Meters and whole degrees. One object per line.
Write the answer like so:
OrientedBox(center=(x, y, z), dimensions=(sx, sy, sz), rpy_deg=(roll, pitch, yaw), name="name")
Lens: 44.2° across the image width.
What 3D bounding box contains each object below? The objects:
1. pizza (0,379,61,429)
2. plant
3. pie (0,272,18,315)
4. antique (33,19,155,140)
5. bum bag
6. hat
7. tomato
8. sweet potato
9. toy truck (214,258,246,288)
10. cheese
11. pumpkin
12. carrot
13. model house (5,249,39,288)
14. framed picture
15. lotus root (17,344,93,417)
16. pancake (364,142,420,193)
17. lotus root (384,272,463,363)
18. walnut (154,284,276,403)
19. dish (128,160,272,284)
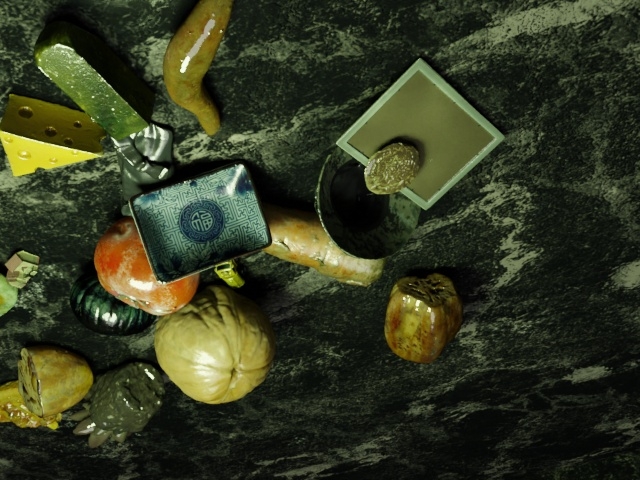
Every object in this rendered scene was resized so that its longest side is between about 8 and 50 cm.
OrientedBox(center=(-0.909, 0.480, 2.360), dimensions=(0.268, 0.087, 0.258), rpy_deg=(9, 140, -9), name="pizza")
OrientedBox(center=(-0.579, 0.473, 2.272), dimensions=(0.194, 0.182, 0.320), rpy_deg=(21, 141, -35), name="plant")
OrientedBox(center=(-0.855, 0.101, 1.842), dimensions=(0.302, 0.067, 0.303), rpy_deg=(0, 145, 0), name="pie")
OrientedBox(center=(-0.378, -0.274, 1.322), dimensions=(0.081, 0.080, 0.221), rpy_deg=(-18, 140, 21), name="antique")
OrientedBox(center=(-0.342, -0.129, 1.538), dimensions=(0.123, 0.060, 0.248), rpy_deg=(1, 143, -2), name="bum bag")
OrientedBox(center=(0.062, -0.089, 1.527), dimensions=(0.128, 0.266, 0.265), rpy_deg=(8, 160, 49), name="hat")
OrientedBox(center=(-0.360, 0.050, 1.678), dimensions=(0.231, 0.189, 0.232), rpy_deg=(24, 162, 8), name="tomato")
OrientedBox(center=(-0.207, -0.284, 1.313), dimensions=(0.108, 0.079, 0.346), rpy_deg=(-5, 149, -15), name="sweet potato")
OrientedBox(center=(-0.209, 0.070, 1.822), dimensions=(0.049, 0.054, 0.083), rpy_deg=(-13, 142, 15), name="toy truck")
OrientedBox(center=(-0.475, -0.186, 1.429), dimensions=(0.171, 0.093, 0.126), rpy_deg=(1, 144, -5), name="cheese")
OrientedBox(center=(-0.469, 0.136, 1.804), dimensions=(0.201, 0.202, 0.140), rpy_deg=(11, 106, -16), name="pumpkin")
OrientedBox(center=(0.000, 0.000, 1.672), dimensions=(0.301, 0.139, 0.139), rpy_deg=(20, 140, -11), name="carrot")
OrientedBox(center=(-0.690, 0.065, 1.804), dimensions=(0.058, 0.057, 0.083), rpy_deg=(24, 140, -37), name="model house")
OrientedBox(center=(0.187, -0.188, 1.453), dimensions=(0.217, 0.017, 0.274), rpy_deg=(-43, 129, 17), name="framed picture")
OrientedBox(center=(-0.723, 0.367, 2.164), dimensions=(0.179, 0.199, 0.188), rpy_deg=(-15, -165, -34), name="lotus root")
OrientedBox(center=(0.132, -0.132, 1.455), dimensions=(0.114, 0.011, 0.115), rpy_deg=(-12, 129, -15), name="pancake")
OrientedBox(center=(0.252, 0.188, 1.914), dimensions=(0.193, 0.193, 0.291), rpy_deg=(0, 142, -1), name="lotus root")
OrientedBox(center=(-0.248, 0.241, 1.864), dimensions=(0.277, 0.313, 0.252), rpy_deg=(-26, 117, -20), name="walnut")
OrientedBox(center=(-0.236, -0.035, 1.563), dimensions=(0.243, 0.182, 0.080), rpy_deg=(-20, -177, -12), name="dish")
